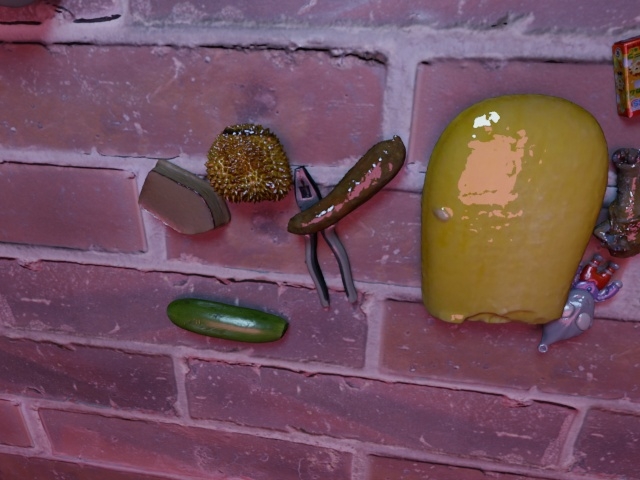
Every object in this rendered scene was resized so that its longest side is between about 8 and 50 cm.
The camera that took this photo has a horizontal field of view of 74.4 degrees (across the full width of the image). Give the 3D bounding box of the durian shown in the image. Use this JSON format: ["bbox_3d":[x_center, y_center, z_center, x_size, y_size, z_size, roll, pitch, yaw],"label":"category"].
[{"bbox_3d":[-0.138,-0.140,0.798,0.158,0.137,0.167,-21,120,-5],"label":"durian"}]

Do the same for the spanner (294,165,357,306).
[{"bbox_3d":[0.000,0.000,0.887,0.096,0.040,0.324,-11,113,13],"label":"spanner"}]

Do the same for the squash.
[{"bbox_3d":[-0.221,0.188,0.984,0.293,0.082,0.082,10,115,5],"label":"squash"}]

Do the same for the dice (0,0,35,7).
[{"bbox_3d":[-0.553,-0.559,0.596,0.305,0.277,0.304,32,112,-8],"label":"dice"}]

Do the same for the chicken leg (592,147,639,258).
[{"bbox_3d":[0.557,-0.061,0.747,0.125,0.080,0.195,6,106,-8],"label":"chicken leg"}]

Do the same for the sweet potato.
[{"bbox_3d":[0.053,-0.091,0.800,0.273,0.075,0.075,-39,103,11],"label":"sweet potato"}]

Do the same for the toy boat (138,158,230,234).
[{"bbox_3d":[-0.282,-0.077,0.885,0.188,0.061,0.116,29,115,-5],"label":"toy boat"}]

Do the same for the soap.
[{"bbox_3d":[0.338,-0.044,0.772,0.307,0.115,0.426,7,114,10],"label":"soap"}]

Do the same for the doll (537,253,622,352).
[{"bbox_3d":[0.508,0.134,0.850,0.102,0.075,0.227,33,105,12],"label":"doll"}]

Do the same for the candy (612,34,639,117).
[{"bbox_3d":[0.519,-0.268,0.682,0.062,0.038,0.121,-14,111,15],"label":"candy"}]
